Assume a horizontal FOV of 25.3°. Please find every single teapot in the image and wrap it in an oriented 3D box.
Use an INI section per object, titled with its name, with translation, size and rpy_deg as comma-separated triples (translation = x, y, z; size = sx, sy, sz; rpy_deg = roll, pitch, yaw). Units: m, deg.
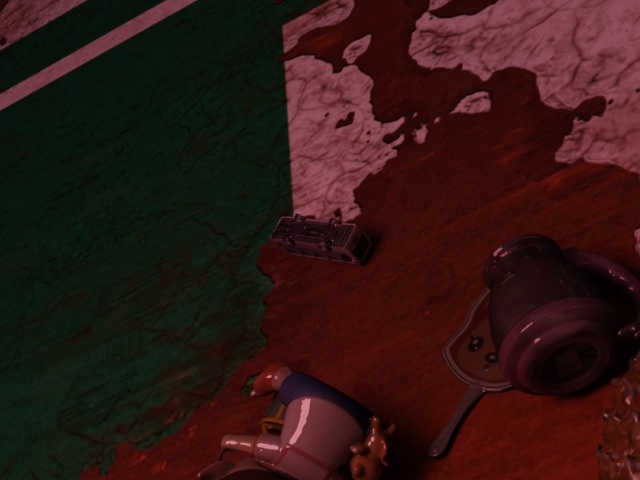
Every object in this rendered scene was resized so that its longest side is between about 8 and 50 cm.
[teapot]
translation = 0.219, 0.054, 1.314
size = 0.148, 0.116, 0.146
rpy_deg = -29, 44, 10

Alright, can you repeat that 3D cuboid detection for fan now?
[fan]
translation = 0.164, 0.122, 1.389
size = 0.132, 0.009, 0.220
rpy_deg = 9, 58, 48

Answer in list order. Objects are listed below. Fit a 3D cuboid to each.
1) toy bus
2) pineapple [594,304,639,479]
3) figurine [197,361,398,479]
[toy bus]
translation = 0.000, 0.000, 1.614
size = 0.130, 0.052, 0.037
rpy_deg = 8, 63, 47
[pineapple]
translation = 0.314, 0.136, 1.124
size = 0.202, 0.202, 0.362
rpy_deg = -21, 28, 23
[figurine]
translation = -0.045, 0.257, 1.333
size = 0.275, 0.161, 0.158
rpy_deg = -58, 0, -24
